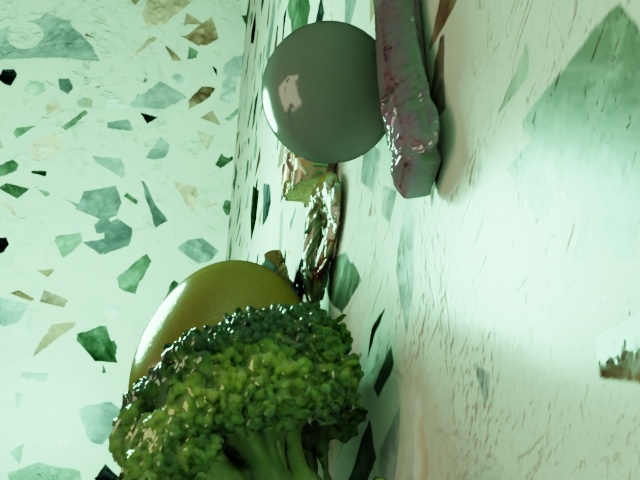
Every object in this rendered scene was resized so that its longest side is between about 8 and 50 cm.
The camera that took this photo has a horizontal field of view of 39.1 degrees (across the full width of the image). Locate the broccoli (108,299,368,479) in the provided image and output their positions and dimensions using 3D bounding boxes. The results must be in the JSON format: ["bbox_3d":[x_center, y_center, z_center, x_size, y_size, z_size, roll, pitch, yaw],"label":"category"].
[{"bbox_3d":[-0.096,0.233,0.899,0.375,0.249,0.302,-54,24,17],"label":"broccoli"}]

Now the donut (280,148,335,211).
[{"bbox_3d":[-0.019,-0.116,1.339,0.166,0.065,0.117,135,140,-71],"label":"donut"}]

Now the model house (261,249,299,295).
[{"bbox_3d":[-0.083,0.086,1.500,0.148,0.119,0.148,-55,-5,17],"label":"model house"}]

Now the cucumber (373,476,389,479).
[{"bbox_3d":[0.058,0.261,0.753,0.067,0.035,0.107,-83,-7,-82],"label":"cucumber"}]

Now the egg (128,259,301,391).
[{"bbox_3d":[-0.123,0.176,1.195,0.250,0.250,0.322,112,165,-55],"label":"egg"}]

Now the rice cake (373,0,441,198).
[{"bbox_3d":[0.080,-0.169,0.864,0.081,0.051,0.290,109,164,-52],"label":"rice cake"}]

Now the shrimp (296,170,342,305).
[{"bbox_3d":[0.000,0.000,1.226,0.101,0.042,0.190,-171,89,-72],"label":"shrimp"}]

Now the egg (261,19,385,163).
[{"bbox_3d":[0.009,-0.164,0.979,0.198,0.146,0.146,-86,8,-55],"label":"egg"}]
